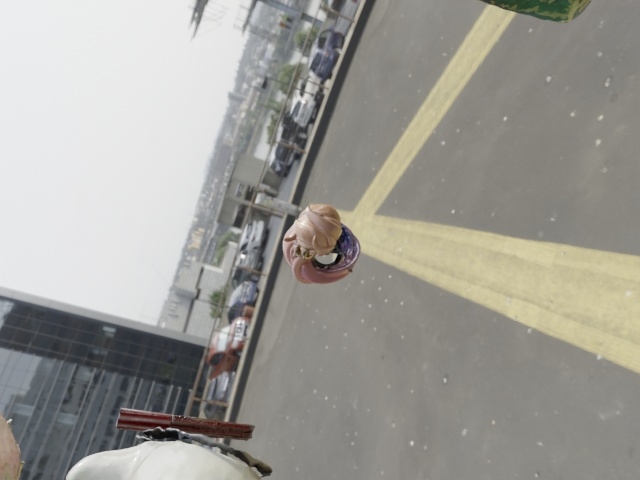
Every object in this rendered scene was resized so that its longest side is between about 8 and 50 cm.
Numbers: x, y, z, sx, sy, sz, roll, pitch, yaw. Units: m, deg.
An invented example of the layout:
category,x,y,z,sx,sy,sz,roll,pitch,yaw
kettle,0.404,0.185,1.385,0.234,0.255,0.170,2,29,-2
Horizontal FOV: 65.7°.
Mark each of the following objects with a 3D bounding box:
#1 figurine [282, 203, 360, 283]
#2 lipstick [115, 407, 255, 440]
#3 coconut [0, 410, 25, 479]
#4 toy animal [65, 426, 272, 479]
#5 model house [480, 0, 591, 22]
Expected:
category,x,y,z,sx,sy,sz,roll,pitch,yaw
figurine,-0.008,0.000,0.763,0.157,0.114,0.126,44,-126,-64
lipstick,-0.173,0.243,0.649,0.027,0.177,0.027,-166,90,-72
coconut,-0.556,0.320,0.545,0.404,0.405,0.404,-162,90,-76
toy animal,-0.164,0.297,0.512,0.154,0.209,0.325,-66,4,-37
model house,0.145,-0.351,0.356,0.248,0.281,0.229,123,148,-55
